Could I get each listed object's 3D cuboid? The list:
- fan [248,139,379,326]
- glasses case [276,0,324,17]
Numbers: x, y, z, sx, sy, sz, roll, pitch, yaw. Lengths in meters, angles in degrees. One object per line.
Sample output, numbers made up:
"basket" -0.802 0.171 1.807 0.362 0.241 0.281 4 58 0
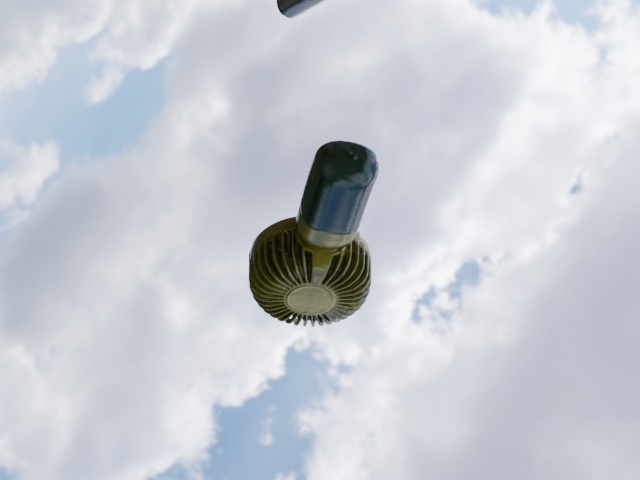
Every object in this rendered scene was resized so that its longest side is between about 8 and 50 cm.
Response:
"fan" 0.000 0.000 0.523 0.155 0.082 0.039 106 -12 -47
"glasses case" 0.059 -0.407 1.162 0.299 0.060 0.114 -17 -133 45
